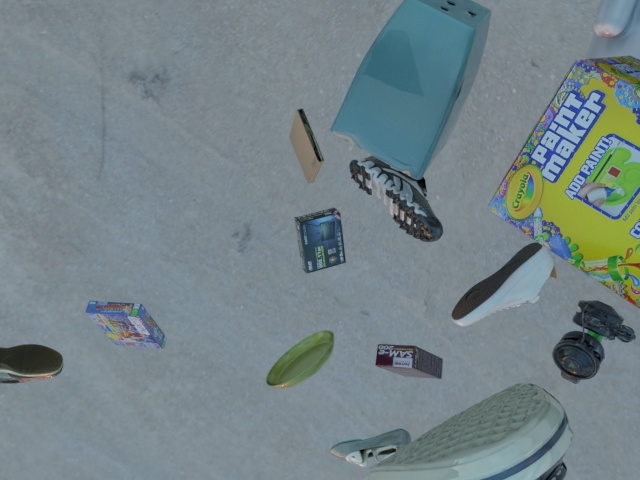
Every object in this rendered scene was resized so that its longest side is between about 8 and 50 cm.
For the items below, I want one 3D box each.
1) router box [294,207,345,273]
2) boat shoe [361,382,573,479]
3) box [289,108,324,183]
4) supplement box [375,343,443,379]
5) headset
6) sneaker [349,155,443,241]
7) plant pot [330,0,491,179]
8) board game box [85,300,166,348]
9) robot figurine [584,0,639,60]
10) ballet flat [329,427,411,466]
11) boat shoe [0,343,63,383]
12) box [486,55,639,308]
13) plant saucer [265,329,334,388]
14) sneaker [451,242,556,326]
[{"bbox_3d":[0.000,0.000,1.268,0.092,0.038,0.122,-15,116,-15],"label":"router box"},{"bbox_3d":[0.142,0.273,0.618,0.187,0.156,0.500,-23,155,-16],"label":"boat shoe"},{"bbox_3d":[-0.043,-0.268,1.732,0.021,0.201,0.164,-20,82,-13],"label":"box"},{"bbox_3d":[0.284,0.384,1.898,0.130,0.073,0.239,-4,160,32],"label":"supplement box"},{"bbox_3d":[0.793,0.288,1.723,0.185,0.243,0.394,26,165,31],"label":"headset"},{"bbox_3d":[0.155,-0.092,1.069,0.106,0.234,0.078,-29,140,-16],"label":"sneaker"},{"bbox_3d":[0.153,-0.254,0.923,0.166,0.165,0.234,31,133,8],"label":"plant pot"},{"bbox_3d":[-0.485,0.215,1.519,0.136,0.035,0.201,3,148,7],"label":"board game box"},{"bbox_3d":[0.509,-0.300,0.876,0.300,0.200,0.353,20,90,-34],"label":"robot figurine"},{"bbox_3d":[0.121,0.517,1.475,0.213,0.068,0.072,-20,135,16],"label":"ballet flat"},{"bbox_3d":[-0.467,0.193,0.925,0.152,0.056,0.049,3,134,3],"label":"boat shoe"},{"bbox_3d":[0.384,-0.056,0.651,0.279,0.290,0.177,37,123,21],"label":"box"},{"bbox_3d":[-0.050,0.351,1.742,0.241,0.241,0.037,-32,101,22],"label":"plant saucer"},{"bbox_3d":[0.459,0.138,1.470,0.290,0.106,0.123,-37,106,-1],"label":"sneaker"}]
